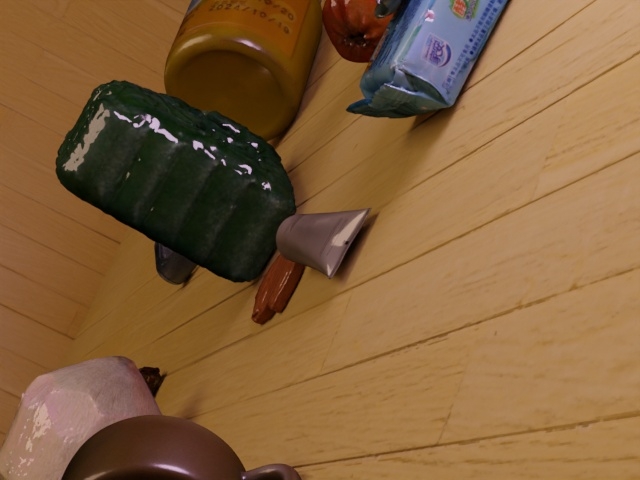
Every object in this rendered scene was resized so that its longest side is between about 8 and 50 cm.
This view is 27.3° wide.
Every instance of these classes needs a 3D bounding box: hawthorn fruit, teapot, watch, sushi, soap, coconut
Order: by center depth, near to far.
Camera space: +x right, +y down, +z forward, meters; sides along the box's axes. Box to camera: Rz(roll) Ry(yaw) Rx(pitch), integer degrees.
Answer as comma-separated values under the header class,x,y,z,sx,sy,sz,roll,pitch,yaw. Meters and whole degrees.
class,x,y,z,sx,sy,sz,roll,pitch,yaw
teapot,-0.139,0.267,1.152,0.268,0.185,0.175,-22,23,8
soap,0.136,-0.249,1.351,0.293,0.077,0.156,-62,12,-4
hawthorn fruit,0.059,-0.288,1.655,0.128,0.128,0.128,-57,14,23
coconut,-0.300,0.261,1.697,0.234,0.224,0.224,-61,13,5
sushi,-0.292,0.237,2.040,0.118,0.061,0.060,-59,2,10
watch,-0.221,-0.029,2.304,0.193,0.068,0.206,-55,18,17

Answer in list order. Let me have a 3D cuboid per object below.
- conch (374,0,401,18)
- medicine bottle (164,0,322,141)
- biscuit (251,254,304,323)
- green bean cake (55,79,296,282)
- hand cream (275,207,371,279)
class,x,y,z,sx,sy,sz,roll,pitch,yaw
conch,0.076,-0.274,1.350,0.065,0.088,0.180,-6,31,20
medicine bottle,-0.109,-0.354,2.174,0.224,0.224,0.384,-50,18,43
biscuit,-0.053,0.051,1.595,0.102,0.019,0.130,-65,13,-17
green bean cake,-0.194,-0.099,1.803,0.169,0.308,0.300,-59,15,9
hand cream,0.000,0.000,1.442,0.087,0.054,0.186,-60,19,-9
